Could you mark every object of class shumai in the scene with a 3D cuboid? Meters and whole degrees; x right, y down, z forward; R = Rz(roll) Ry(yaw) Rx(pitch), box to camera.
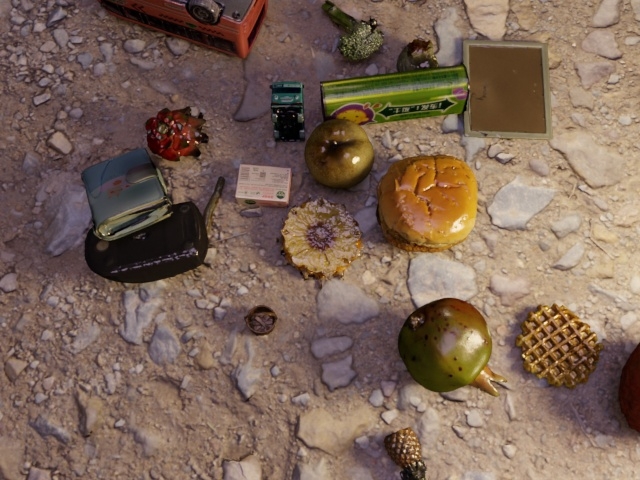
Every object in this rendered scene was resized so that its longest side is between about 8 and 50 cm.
[{"bbox_3d":[0.244,-0.441,1.876,0.098,0.087,0.124,-25,73,-9],"label":"shumai"}]

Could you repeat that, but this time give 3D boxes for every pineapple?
[{"bbox_3d":[0.000,0.000,1.745,0.221,0.047,0.221,0,71,0],"label":"pineapple"},{"bbox_3d":[0.189,0.464,1.565,0.074,0.074,0.159,-22,74,-7],"label":"pineapple"}]

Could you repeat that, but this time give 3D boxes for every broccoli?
[{"bbox_3d":[0.072,-0.533,1.914,0.122,0.118,0.204,-37,58,0],"label":"broccoli"}]

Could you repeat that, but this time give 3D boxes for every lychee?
[{"bbox_3d":[0.739,0.278,1.525,0.255,0.300,0.255,25,44,-27],"label":"lychee"}]

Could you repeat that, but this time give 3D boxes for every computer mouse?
[{"bbox_3d":[-0.383,0.017,1.713,0.269,0.100,0.170,-11,58,-1],"label":"computer mouse"}]

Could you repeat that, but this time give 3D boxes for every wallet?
[{"bbox_3d":[-0.436,-0.108,1.716,0.176,0.075,0.250,-22,39,-9],"label":"wallet"}]

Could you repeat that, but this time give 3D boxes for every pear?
[{"bbox_3d":[0.043,-0.201,1.767,0.167,0.136,0.167,-6,72,19],"label":"pear"}]

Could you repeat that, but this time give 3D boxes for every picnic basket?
[{"bbox_3d":[-0.129,0.169,1.666,0.072,0.083,0.072,-1,71,2],"label":"picnic basket"}]

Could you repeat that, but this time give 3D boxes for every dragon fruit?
[{"bbox_3d":[-0.341,-0.252,1.806,0.141,0.121,0.130,6,102,-23],"label":"dragon fruit"}]

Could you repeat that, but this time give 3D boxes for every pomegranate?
[{"bbox_3d":[0.280,0.231,1.580,0.246,0.198,0.198,38,75,13],"label":"pomegranate"}]

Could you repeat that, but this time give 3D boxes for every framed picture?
[{"bbox_3d":[0.456,-0.370,1.884,0.216,0.016,0.274,3,71,1],"label":"framed picture"}]

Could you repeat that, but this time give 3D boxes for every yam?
[{"bbox_3d":[-0.264,-0.044,1.778,0.027,0.029,0.234,22,68,-20],"label":"yam"}]

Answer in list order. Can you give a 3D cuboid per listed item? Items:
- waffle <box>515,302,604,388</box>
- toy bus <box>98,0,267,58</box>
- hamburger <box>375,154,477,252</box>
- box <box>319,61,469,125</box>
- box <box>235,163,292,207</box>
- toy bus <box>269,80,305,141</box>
[{"bbox_3d":[0.514,0.228,1.658,0.191,0.038,0.191,0,71,1],"label":"waffle"},{"bbox_3d":[-0.347,-0.619,1.879,0.426,0.233,0.203,19,72,5],"label":"toy bus"},{"bbox_3d":[0.238,-0.086,1.709,0.244,0.163,0.245,-1,69,3],"label":"hamburger"},{"bbox_3d":[0.174,-0.343,1.818,0.345,0.134,0.097,-7,69,-1],"label":"box"},{"bbox_3d":[-0.132,-0.128,1.793,0.125,0.043,0.089,6,70,3],"label":"box"},{"bbox_3d":[-0.075,-0.302,1.793,0.079,0.160,0.092,-1,68,1],"label":"toy bus"}]
